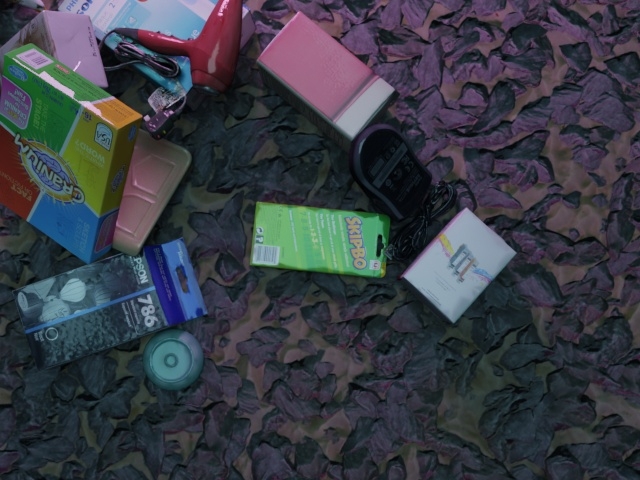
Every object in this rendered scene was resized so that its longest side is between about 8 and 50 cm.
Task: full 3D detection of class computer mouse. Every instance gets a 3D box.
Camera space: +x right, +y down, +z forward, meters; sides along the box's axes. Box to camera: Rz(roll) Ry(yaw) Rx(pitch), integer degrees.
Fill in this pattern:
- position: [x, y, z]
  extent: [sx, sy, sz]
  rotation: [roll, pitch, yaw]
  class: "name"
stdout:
- position: [0.129, -0.107, 1.557]
  extent: [0.188, 0.072, 0.272]
  rotation: [-49, 126, -13]
  class: "computer mouse"

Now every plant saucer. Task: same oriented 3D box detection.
- position: [-0.283, 0.228, 1.608]
  extent: [0.119, 0.021, 0.119]
  rotation: [0, 85, 1]
  class: "plant saucer"

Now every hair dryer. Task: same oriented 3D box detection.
- position: [-0.249, -0.343, 1.493]
  extent: [0.293, 0.080, 0.224]
  rotation: [-36, 87, 1]
  class: "hair dryer"

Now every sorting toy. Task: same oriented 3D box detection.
- position: [-0.425, -0.124, 1.617]
  extent: [0.307, 0.041, 0.229]
  rotation: [24, 78, 13]
  class: "sorting toy"

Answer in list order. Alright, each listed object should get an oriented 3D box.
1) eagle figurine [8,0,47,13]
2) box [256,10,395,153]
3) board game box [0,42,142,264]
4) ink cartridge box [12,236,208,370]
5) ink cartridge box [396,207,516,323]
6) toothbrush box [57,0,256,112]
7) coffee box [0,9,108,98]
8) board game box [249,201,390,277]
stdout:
- position: [-0.580, -0.516, 1.587]
  extent: [0.298, 0.225, 0.226]
  rotation: [-44, 74, 8]
  class: "eagle figurine"
- position: [0.010, -0.293, 1.580]
  extent: [0.232, 0.148, 0.127]
  rotation: [40, 87, 2]
  class: "box"
- position: [-0.449, -0.143, 1.461]
  extent: [0.242, 0.064, 0.316]
  rotation: [33, 130, 11]
  class: "board game box"
- position: [-0.397, 0.118, 1.597]
  extent: [0.332, 0.065, 0.165]
  rotation: [-20, 85, -2]
  class: "ink cartridge box"
- position: [0.251, 0.048, 1.565]
  extent: [0.127, 0.128, 0.176]
  rotation: [44, 86, 3]
  class: "ink cartridge box"
- position: [-0.305, -0.423, 1.603]
  extent: [0.295, 0.126, 0.216]
  rotation: [37, 88, 4]
  class: "toothbrush box"
- position: [-0.510, -0.301, 1.541]
  extent: [0.246, 0.098, 0.141]
  rotation: [-21, 83, 41]
  class: "coffee box"
- position: [0.000, 0.000, 1.616]
  extent: [0.259, 0.039, 0.124]
  rotation: [6, 86, 3]
  class: "board game box"
